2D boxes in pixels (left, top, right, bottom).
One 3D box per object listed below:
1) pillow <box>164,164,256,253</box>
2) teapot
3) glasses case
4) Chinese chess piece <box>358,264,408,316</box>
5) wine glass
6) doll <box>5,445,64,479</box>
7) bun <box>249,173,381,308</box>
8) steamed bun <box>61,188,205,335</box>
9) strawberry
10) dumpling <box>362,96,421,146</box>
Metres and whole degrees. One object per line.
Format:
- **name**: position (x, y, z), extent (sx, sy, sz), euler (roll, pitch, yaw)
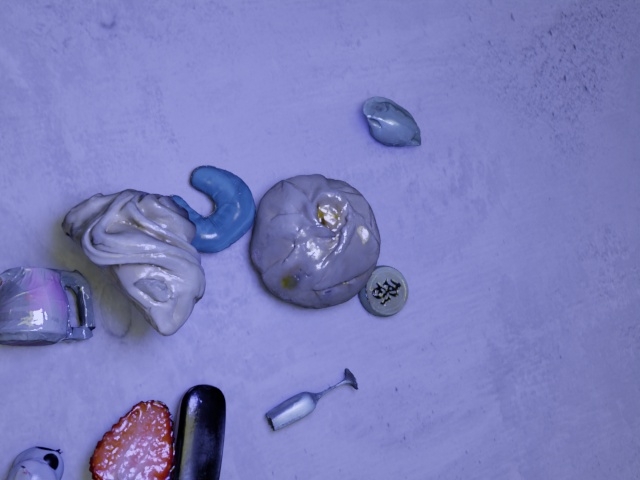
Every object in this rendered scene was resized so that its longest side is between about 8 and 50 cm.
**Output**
- **pillow**: position (-0.279, -0.081, 1.612), extent (0.214, 0.086, 0.233), euler (43, 69, -4)
- **teapot**: position (-0.618, 0.142, 1.413), extent (0.221, 0.163, 0.178), euler (3, 74, -20)
- **glasses case**: position (-0.297, 0.507, 1.518), extent (0.122, 0.075, 0.315), euler (11, 78, -36)
- **Chinese chess piece**: position (0.177, 0.141, 1.761), extent (0.143, 0.058, 0.144), euler (3, 82, -19)
- **wine glass**: position (-0.026, 0.418, 1.644), extent (0.262, 0.074, 0.074), euler (-24, 91, -20)
- **doll**: position (-0.617, 0.512, 1.359), extent (0.107, 0.180, 0.110), euler (-43, 99, -7)
- **bun**: position (0.000, 0.000, 1.631), extent (0.364, 0.219, 0.366), euler (2, 84, -17)
- **steamed bun**: position (-0.391, 0.007, 1.424), extent (0.394, 0.347, 0.237), euler (43, 74, 13)
- **strawberry**: position (-0.426, 0.498, 1.474), extent (0.190, 0.111, 0.237), euler (21, 52, -6)
- **dumpling**: position (0.201, -0.334, 1.824), extent (0.219, 0.153, 0.108), euler (28, 113, -27)
